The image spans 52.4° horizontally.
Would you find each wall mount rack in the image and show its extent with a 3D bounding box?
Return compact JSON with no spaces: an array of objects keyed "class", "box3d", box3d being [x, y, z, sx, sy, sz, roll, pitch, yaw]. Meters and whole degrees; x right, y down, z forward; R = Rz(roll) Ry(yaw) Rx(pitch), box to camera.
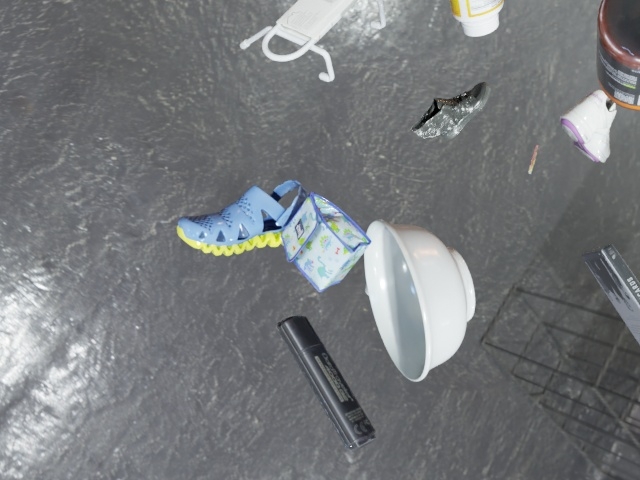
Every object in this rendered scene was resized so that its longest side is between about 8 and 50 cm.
[{"class":"wall mount rack","box3d":[-0.031,-0.518,1.531,0.350,0.304,0.130,-49,152,-18]}]

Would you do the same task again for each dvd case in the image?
[{"class":"dvd case","box3d":[0.612,0.118,1.288,0.029,0.179,0.239,-32,81,6]}]

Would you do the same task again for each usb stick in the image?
[{"class":"usb stick","box3d":[0.009,0.259,1.213,0.077,0.278,0.045,-4,144,-50]}]

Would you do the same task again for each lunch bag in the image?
[{"class":"lunch bag","box3d":[0.000,0.000,1.260,0.096,0.151,0.129,-20,153,-51]}]

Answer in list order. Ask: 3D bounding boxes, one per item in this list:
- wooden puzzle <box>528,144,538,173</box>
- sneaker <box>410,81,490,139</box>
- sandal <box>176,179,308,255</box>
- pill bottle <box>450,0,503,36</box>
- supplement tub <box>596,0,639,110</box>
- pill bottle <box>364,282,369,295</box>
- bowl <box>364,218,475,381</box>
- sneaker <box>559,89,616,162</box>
[{"class":"wooden puzzle","box3d":[0.498,-0.189,1.521,0.049,0.006,0.083,73,37,-58]},{"class":"sneaker","box3d":[0.272,-0.275,1.357,0.089,0.051,0.170,29,108,-31]},{"class":"sandal","box3d":[-0.141,-0.052,1.324,0.317,0.126,0.138,-9,118,-36]},{"class":"pill bottle","box3d":[0.342,-0.572,1.448,0.117,0.117,0.215,-43,135,-22]},{"class":"supplement tub","box3d":[0.342,-0.199,0.674,0.198,0.106,0.106,14,92,-67]},{"class":"pill bottle","box3d":[0.151,0.067,1.518,0.078,0.078,0.137,-9,128,-36]},{"class":"bowl","box3d":[0.190,0.095,1.190,0.134,0.298,0.298,-12,109,-13]},{"class":"sneaker","box3d":[0.774,-0.314,1.804,0.152,0.114,0.305,-49,148,13]}]
